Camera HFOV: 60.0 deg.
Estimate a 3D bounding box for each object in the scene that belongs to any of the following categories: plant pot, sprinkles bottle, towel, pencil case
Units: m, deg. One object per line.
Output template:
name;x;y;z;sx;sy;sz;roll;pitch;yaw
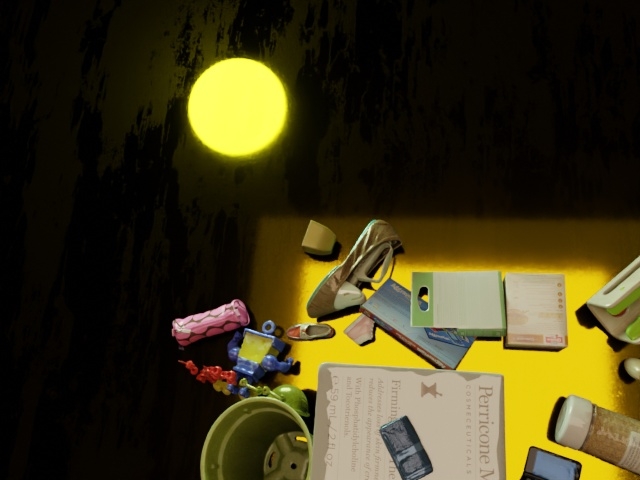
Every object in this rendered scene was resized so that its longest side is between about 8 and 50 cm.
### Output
plant pot;0.000;0.000;1.593;0.083;0.081;0.081;18;78;7
sprinkles bottle;0.729;0.470;1.253;0.356;0.121;0.121;19;78;17
towel;0.169;0.414;1.099;0.067;0.029;0.119;-27;68;2
pencil case;-0.314;0.235;1.579;0.210;0.098;0.095;-21;69;5
plant pot;-0.107;0.540;1.340;0.276;0.254;0.275;-8;64;16

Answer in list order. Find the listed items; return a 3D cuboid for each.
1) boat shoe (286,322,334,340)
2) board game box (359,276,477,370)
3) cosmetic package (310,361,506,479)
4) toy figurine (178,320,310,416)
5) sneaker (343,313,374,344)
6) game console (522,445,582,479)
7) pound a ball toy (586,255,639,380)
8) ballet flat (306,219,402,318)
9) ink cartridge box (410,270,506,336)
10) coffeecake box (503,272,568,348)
boat shoe;-0.032;0.253;1.538;0.137;0.043;0.049;-5;74;13
board game box;0.256;0.217;1.452;0.281;0.027;0.145;34;49;21
cosmetic package;0.204;0.463;1.266;0.394;0.327;0.329;0;73;12
toy figurine;-0.164;0.306;1.472;0.363;0.191;0.217;8;58;32
sneaker;0.132;0.228;1.507;0.134;0.051;0.070;-42;81;-8
game console;0.545;0.556;1.297;0.122;0.107;0.071;15;105;17
pound a ball toy;0.805;0.157;1.348;0.319;0.136;0.208;-40;94;-2
ballet flat;0.104;0.096;1.517;0.124;0.116;0.342;34;77;33
ink cartridge box;0.357;0.163;1.448;0.235;0.056;0.171;-2;56;14
coffeecake box;0.546;0.180;1.414;0.143;0.068;0.185;1;73;13
